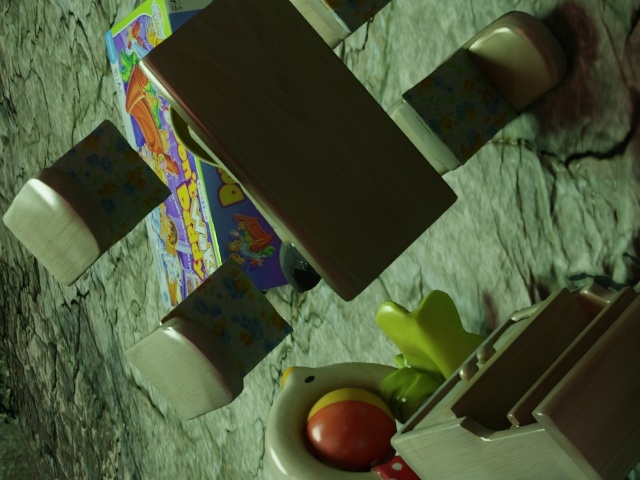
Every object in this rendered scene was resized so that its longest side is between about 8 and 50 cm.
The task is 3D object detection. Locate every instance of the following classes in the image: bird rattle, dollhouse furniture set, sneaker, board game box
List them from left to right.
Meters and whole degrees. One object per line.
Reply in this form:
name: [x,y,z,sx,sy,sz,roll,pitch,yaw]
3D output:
board game box: [-0.148,-0.103,1.742,0.233,0.078,0.347,-14,88,66]
sneaker: [0.002,0.000,1.496,0.089,0.051,0.170,-123,35,-47]
bird rattle: [0.057,0.177,1.257,0.143,0.207,0.253,86,-175,-48]
dollhouse furniture set: [0.058,-0.019,1.026,0.394,0.362,0.256,49,156,-4]

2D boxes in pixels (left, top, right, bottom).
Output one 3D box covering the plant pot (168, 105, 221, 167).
plant pot: [-0.086,-0.155,1.550,0.095,0.134,0.134,-91,5,-57]
